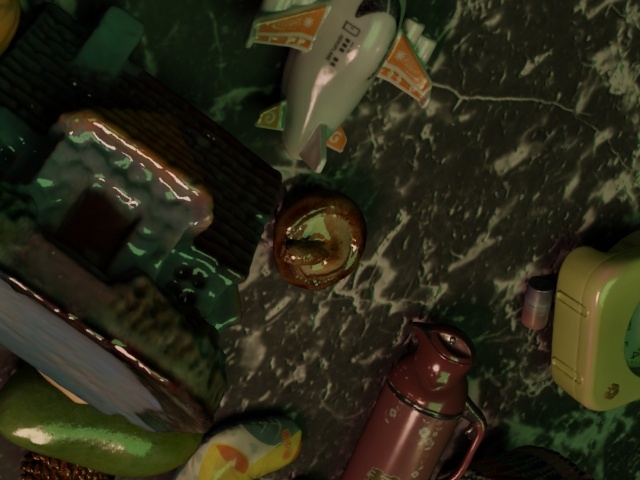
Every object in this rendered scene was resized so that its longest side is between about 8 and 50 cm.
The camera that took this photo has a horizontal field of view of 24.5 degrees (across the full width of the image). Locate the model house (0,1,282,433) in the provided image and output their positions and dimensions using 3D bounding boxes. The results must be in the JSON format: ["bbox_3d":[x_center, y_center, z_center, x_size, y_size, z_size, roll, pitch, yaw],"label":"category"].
[{"bbox_3d":[-0.194,-0.039,1.454,0.360,0.297,0.339,36,67,-12],"label":"model house"}]

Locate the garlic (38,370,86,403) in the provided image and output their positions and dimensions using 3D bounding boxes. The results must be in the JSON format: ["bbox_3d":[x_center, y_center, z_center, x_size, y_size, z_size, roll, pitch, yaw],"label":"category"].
[{"bbox_3d":[-0.242,0.068,1.628,0.217,0.110,0.228,17,80,-22],"label":"garlic"}]

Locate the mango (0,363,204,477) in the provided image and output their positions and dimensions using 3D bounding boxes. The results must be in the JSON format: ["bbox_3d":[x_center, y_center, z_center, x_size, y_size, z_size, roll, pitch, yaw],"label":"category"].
[{"bbox_3d":[-0.251,0.198,1.682,0.251,0.156,0.114,6,135,-21],"label":"mango"}]

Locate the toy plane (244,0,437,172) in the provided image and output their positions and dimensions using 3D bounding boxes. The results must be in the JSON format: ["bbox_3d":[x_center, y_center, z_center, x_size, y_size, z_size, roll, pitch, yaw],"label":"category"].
[{"bbox_3d":[0.022,-0.197,1.610,0.245,0.117,0.244,-12,123,-19],"label":"toy plane"}]

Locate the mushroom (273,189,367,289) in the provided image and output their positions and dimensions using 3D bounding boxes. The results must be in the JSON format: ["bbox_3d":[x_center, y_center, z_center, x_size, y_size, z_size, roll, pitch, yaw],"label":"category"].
[{"bbox_3d":[0.000,0.000,1.733,0.127,0.087,0.127,-11,124,-17],"label":"mushroom"}]

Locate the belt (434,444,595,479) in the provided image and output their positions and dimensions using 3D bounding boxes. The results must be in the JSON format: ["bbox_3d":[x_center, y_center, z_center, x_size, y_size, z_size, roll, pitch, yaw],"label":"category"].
[{"bbox_3d":[0.250,0.389,1.974,0.160,0.295,0.207,-14,90,-17],"label":"belt"}]

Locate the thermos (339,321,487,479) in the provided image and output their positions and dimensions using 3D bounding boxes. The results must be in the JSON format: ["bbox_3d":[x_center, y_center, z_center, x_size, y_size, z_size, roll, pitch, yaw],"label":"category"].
[{"bbox_3d":[0.121,0.262,1.921,0.109,0.136,0.330,-4,122,-53],"label":"thermos"}]

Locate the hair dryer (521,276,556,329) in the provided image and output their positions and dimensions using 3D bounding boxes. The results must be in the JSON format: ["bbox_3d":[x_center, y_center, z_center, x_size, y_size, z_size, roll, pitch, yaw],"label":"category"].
[{"bbox_3d":[0.322,0.076,1.981,0.114,0.037,0.063,-13,125,-29],"label":"hair dryer"}]

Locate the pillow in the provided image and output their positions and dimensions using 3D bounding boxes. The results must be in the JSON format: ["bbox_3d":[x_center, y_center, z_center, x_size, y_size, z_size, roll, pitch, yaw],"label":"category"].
[{"bbox_3d":[-0.100,0.328,1.889,0.214,0.086,0.233,-31,126,-21],"label":"pillow"}]

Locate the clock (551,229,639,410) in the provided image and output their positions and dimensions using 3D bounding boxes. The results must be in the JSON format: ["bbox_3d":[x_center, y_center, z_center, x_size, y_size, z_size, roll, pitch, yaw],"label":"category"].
[{"bbox_3d":[0.454,0.086,1.997,0.308,0.096,0.235,-18,124,-27],"label":"clock"}]

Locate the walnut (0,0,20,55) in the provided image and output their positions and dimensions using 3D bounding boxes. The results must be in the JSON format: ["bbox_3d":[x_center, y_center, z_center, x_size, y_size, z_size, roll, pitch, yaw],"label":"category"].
[{"bbox_3d":[-0.379,-0.212,1.373,0.207,0.159,0.159,-21,126,-9],"label":"walnut"}]

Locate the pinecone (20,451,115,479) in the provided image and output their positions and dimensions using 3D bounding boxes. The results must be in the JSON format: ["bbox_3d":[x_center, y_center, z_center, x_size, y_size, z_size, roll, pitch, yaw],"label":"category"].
[{"bbox_3d":[-0.298,0.266,1.738,0.109,0.102,0.102,-9,122,-10],"label":"pinecone"}]
